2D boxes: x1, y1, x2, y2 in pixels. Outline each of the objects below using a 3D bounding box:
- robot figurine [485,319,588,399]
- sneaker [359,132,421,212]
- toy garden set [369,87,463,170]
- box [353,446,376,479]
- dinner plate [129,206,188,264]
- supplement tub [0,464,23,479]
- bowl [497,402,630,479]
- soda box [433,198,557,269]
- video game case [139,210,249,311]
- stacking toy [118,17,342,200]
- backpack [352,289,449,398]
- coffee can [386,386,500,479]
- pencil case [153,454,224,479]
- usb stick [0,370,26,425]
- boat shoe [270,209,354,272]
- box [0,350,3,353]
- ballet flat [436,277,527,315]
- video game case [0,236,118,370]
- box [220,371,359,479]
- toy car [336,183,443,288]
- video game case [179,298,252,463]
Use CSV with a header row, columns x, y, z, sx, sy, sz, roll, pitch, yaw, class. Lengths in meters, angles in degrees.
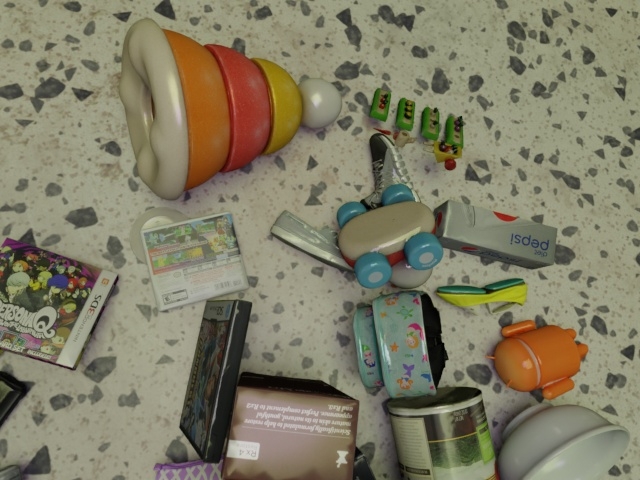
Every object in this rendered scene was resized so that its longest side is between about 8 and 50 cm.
x,y,z,sx,sy,sz,roll,pitch,yaw,class
0.497,0.270,1.089,0.220,0.128,0.158,-14,88,-12,robot figurine
0.141,-0.139,1.132,0.132,0.086,0.228,-26,85,-10,sneaker
0.241,-0.280,1.145,0.244,0.049,0.203,19,48,-5,toy garden set
-0.001,0.623,0.914,0.313,0.179,0.343,-22,83,-13,box
-0.357,-0.009,1.063,0.141,0.017,0.141,2,77,-9,dinner plate
-0.598,0.530,0.869,0.117,0.117,0.190,-19,83,-12,supplement tub
0.492,0.449,1.018,0.298,0.297,0.134,-18,39,-12,bowl
0.416,-0.012,1.146,0.287,0.091,0.098,14,77,-6,soda box
-0.278,0.043,1.049,0.202,0.023,0.183,-14,87,-14,video game case
-0.166,-0.291,1.047,0.480,0.351,0.350,-13,81,-30,stacking toy
0.170,0.214,0.984,0.191,0.253,0.225,-8,81,10,backpack
0.260,0.462,0.974,0.202,0.201,0.275,-8,81,-10,coffee can
-0.221,0.470,0.942,0.206,0.086,0.088,-12,102,-2,pencil case
-0.691,0.390,0.918,0.077,0.045,0.278,34,76,-9,usb stick
-0.001,0.000,1.084,0.228,0.079,0.081,27,81,0,boat shoe
-0.717,0.234,0.936,0.232,0.058,0.087,-43,87,-15,box
0.388,0.140,1.126,0.231,0.077,0.077,-5,97,-12,ballet flat
-0.565,0.126,0.951,0.232,0.042,0.210,21,60,-11,video game case
-0.066,0.324,0.856,0.191,0.381,0.143,9,78,-7,box
0.166,0.042,1.054,0.210,0.238,0.219,-21,40,5,toy car
-0.210,0.251,0.917,0.035,0.248,0.274,16,77,-23,video game case
